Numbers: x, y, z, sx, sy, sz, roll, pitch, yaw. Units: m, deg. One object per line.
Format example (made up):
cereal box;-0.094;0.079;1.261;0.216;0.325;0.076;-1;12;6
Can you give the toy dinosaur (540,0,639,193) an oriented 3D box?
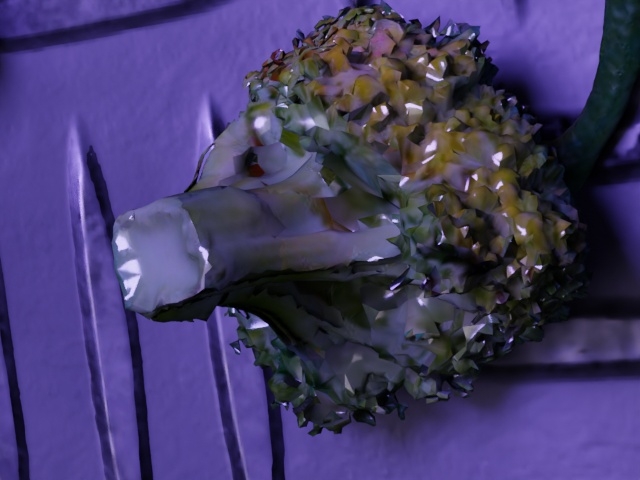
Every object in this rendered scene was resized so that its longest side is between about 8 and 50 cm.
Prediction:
toy dinosaur;0.188;-0.225;0.715;0.447;0.087;0.301;-26;82;39

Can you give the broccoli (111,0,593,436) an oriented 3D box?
broccoli;0.000;0.000;0.801;0.220;0.194;0.194;6;100;40
